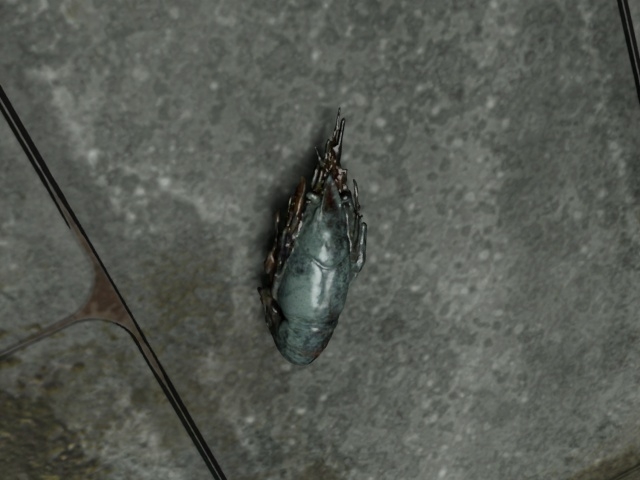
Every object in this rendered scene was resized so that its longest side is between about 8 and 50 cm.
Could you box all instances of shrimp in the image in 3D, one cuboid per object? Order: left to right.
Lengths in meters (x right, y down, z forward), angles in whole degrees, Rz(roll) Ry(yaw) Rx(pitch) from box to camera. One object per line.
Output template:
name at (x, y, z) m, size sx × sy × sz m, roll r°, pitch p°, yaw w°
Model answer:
shrimp at (0.000, 0.000, 1.010) m, size 0.090 × 0.079 × 0.233 m, roll 1°, pitch 113°, yaw -26°
